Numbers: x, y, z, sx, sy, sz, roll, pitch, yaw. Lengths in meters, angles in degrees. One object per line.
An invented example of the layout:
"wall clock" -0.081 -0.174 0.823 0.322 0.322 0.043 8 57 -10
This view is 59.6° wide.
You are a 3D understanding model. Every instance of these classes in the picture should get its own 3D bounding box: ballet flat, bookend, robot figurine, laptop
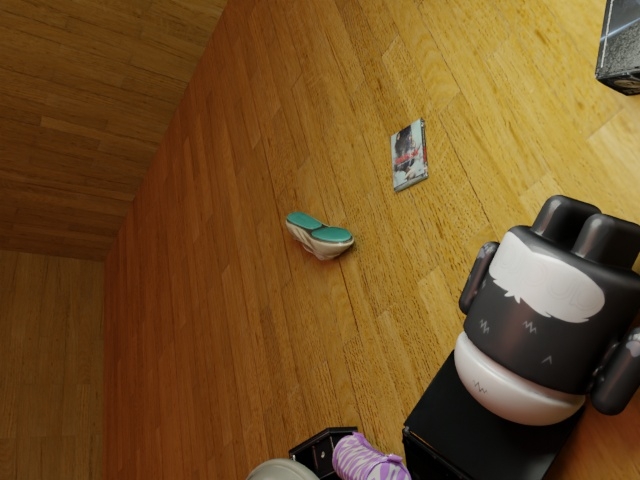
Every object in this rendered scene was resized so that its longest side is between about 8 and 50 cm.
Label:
"ballet flat" 0.000 0.000 1.243 0.248 0.086 0.086 31 108 58
"bookend" 0.017 0.461 1.080 0.156 0.072 0.157 -45 47 42
"robot figurine" 0.278 0.089 0.684 0.209 0.173 0.278 -65 -5 -74
"laptop" 0.243 0.331 0.816 0.234 0.136 0.265 21 125 58

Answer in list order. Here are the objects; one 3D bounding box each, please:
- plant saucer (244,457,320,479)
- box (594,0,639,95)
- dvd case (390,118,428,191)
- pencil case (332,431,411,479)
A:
"plant saucer" -0.097 0.623 1.044 0.400 0.100 0.401 -17 68 48
"box" 0.418 -0.274 0.646 0.147 0.077 0.180 9 89 57
"dvd case" 0.169 -0.161 1.068 0.087 0.013 0.120 -24 63 53
"pencil case" 0.081 0.385 0.942 0.206 0.086 0.088 151 130 -72
